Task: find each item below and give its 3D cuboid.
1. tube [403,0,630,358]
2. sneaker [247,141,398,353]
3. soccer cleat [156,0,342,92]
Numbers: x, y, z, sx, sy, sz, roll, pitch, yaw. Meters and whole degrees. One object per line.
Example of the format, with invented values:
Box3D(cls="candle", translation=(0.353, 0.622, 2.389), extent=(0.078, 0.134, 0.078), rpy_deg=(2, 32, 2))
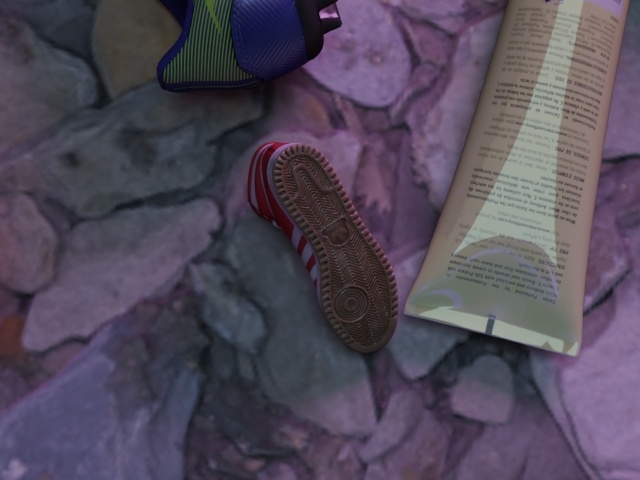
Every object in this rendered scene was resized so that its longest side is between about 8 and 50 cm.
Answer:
Box3D(cls="tube", translation=(0.115, -0.064, 0.774), extent=(0.070, 0.062, 0.240), rpy_deg=(3, 74, 44))
Box3D(cls="sneaker", translation=(0.000, 0.000, 0.760), extent=(0.042, 0.067, 0.118), rpy_deg=(-28, 107, -12))
Box3D(cls="soccer cleat", translation=(-0.083, -0.213, 0.786), extent=(0.121, 0.093, 0.289), rpy_deg=(-20, 75, -1))
